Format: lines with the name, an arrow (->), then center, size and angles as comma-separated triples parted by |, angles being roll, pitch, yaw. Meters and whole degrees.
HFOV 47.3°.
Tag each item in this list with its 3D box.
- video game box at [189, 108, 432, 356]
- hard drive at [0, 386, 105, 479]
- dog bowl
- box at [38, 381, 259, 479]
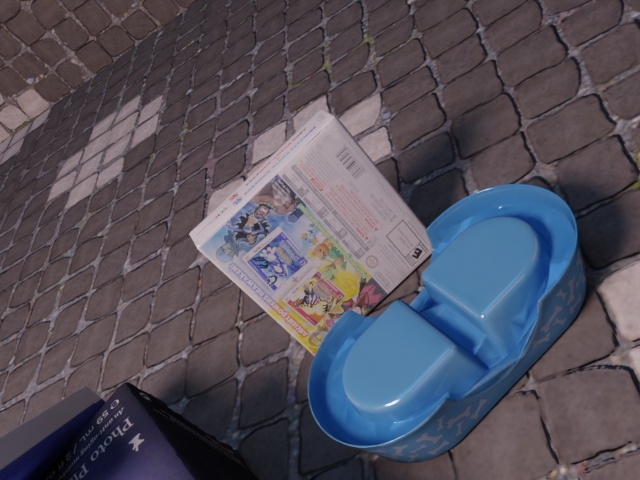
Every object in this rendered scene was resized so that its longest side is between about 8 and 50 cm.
video game box -> 0.000, 0.000, 0.768 | 0.187, 0.205, 0.048 | -44, 31, -3
hard drive -> -0.311, 0.248, 0.654 | 0.210, 0.040, 0.319 | -50, 1, -2
dog bowl -> 0.122, 0.080, 0.677 | 0.297, 0.074, 0.166 | -45, 35, -4
box -> -0.152, 0.325, 0.595 | 0.296, 0.183, 0.294 | -51, 37, -9
